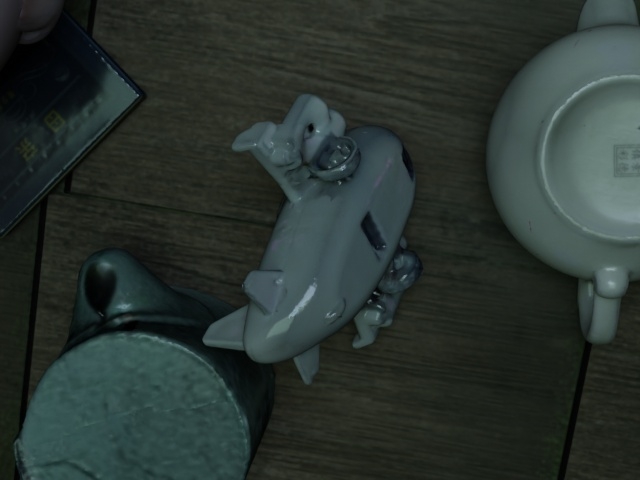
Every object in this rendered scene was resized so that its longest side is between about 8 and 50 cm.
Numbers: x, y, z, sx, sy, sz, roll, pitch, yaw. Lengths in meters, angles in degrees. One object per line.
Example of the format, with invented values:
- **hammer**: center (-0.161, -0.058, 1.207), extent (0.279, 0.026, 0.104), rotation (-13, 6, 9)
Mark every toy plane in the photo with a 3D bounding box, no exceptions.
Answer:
- **toy plane**: center (0.000, 0.000, 0.890), extent (0.117, 0.245, 0.244), rotation (0, 101, 35)

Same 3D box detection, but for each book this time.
- **book**: center (-0.314, -0.162, 0.973), extent (0.191, 0.025, 0.269), rotation (-43, 93, 10)

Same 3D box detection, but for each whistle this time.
- **whistle**: center (-0.159, 0.216, 0.951), extent (0.188, 0.168, 0.404), rotation (15, 100, 2)

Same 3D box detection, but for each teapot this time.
- **teapot**: center (0.235, -0.059, 0.886), extent (0.204, 0.139, 0.298), rotation (7, 98, 2)

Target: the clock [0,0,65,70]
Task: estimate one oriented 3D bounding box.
- **clock**: center (-0.360, -0.262, 0.769), extent (0.368, 0.250, 0.376), rotation (7, 117, -14)
